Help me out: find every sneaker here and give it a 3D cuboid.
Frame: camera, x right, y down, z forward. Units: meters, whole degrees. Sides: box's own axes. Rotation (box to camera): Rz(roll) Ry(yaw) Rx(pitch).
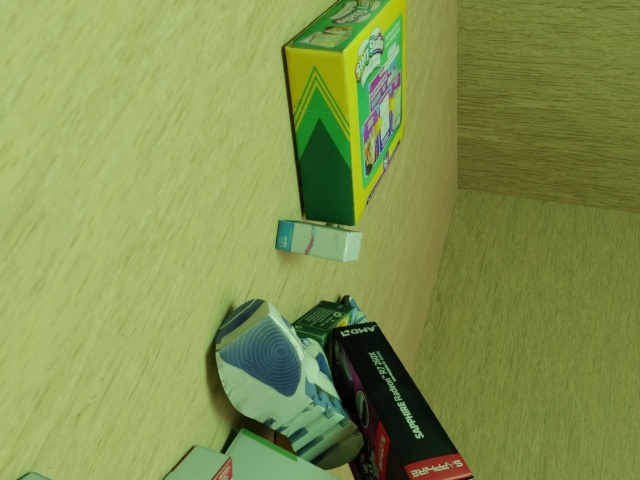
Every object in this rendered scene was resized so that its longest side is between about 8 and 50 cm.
[{"bbox_3d":[0.090,0.212,1.253,0.080,0.081,0.211,111,-28,-43],"label":"sneaker"},{"bbox_3d":[-0.060,0.207,0.885,0.315,0.127,0.182,57,0,-29],"label":"sneaker"}]

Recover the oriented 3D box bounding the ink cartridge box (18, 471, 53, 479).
[{"bbox_3d":[-0.255,0.304,0.458,0.104,0.061,0.181,-24,122,-67],"label":"ink cartridge box"}]

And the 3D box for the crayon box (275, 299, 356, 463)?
[{"bbox_3d":[-0.008,0.305,1.124,0.203,0.083,0.323,-25,123,-67],"label":"crayon box"}]

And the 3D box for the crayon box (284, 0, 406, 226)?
[{"bbox_3d":[0.066,-0.259,1.027,0.363,0.106,0.313,-59,151,-47],"label":"crayon box"}]

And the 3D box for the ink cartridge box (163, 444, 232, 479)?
[{"bbox_3d":[-0.167,0.369,0.736,0.109,0.063,0.150,-40,136,-61],"label":"ink cartridge box"}]

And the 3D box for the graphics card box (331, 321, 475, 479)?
[{"bbox_3d":[0.109,0.328,0.909,0.371,0.094,0.233,-120,-154,-60],"label":"graphics card box"}]

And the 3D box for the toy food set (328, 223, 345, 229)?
[{"bbox_3d":[0.028,-0.013,1.173,0.122,0.019,0.078,70,35,-69],"label":"toy food set"}]

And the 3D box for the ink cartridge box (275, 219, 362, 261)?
[{"bbox_3d":[0.000,0.000,0.937,0.088,0.122,0.052,-2,101,-70],"label":"ink cartridge box"}]

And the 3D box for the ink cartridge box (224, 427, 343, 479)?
[{"bbox_3d":[-0.040,0.440,0.899,0.117,0.201,0.278,-57,151,-30],"label":"ink cartridge box"}]
